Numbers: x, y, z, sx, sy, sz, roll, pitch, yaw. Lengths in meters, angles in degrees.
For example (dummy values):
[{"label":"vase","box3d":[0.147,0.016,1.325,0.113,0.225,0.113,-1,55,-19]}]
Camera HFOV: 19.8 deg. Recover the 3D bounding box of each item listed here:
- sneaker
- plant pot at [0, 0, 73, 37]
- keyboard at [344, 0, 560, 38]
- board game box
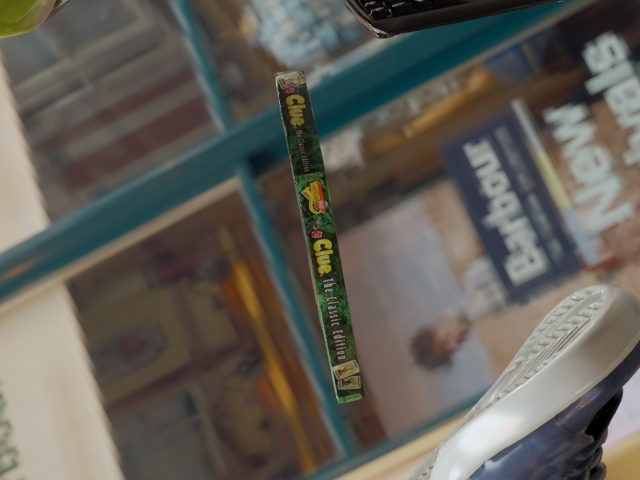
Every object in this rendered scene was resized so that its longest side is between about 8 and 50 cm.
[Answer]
[{"label":"sneaker","box3d":[0.139,0.162,1.133,0.148,0.350,0.131,39,-129,6]},{"label":"plant pot","box3d":[-0.177,-0.229,0.904,0.207,0.227,0.228,31,-167,-7]},{"label":"keyboard","box3d":[0.099,-0.146,0.892,0.100,0.192,0.038,-127,28,-59]},{"label":"board game box","box3d":[0.000,0.000,1.521,0.136,0.030,0.259,-105,4,-46]}]
